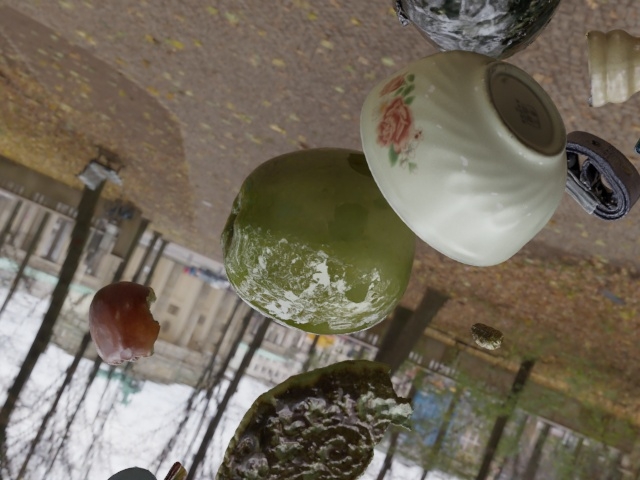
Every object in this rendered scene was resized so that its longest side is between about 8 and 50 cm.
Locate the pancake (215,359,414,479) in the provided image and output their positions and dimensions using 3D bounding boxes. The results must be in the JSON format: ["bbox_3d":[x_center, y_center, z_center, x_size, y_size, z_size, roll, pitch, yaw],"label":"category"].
[{"bbox_3d":[-0.011,0.406,1.588,0.305,0.426,0.067,37,178,-13],"label":"pancake"}]

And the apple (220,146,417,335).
[{"bbox_3d":[0.000,0.000,1.398,0.358,0.357,0.357,23,174,3],"label":"apple"}]

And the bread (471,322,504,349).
[{"bbox_3d":[0.497,0.288,2.322,0.110,0.066,0.060,23,141,55],"label":"bread"}]

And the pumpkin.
[{"bbox_3d":[0.333,-0.570,1.537,0.344,0.454,0.454,23,174,16],"label":"pumpkin"}]

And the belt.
[{"bbox_3d":[0.637,-0.149,1.830,0.230,0.126,0.139,45,133,10],"label":"belt"}]

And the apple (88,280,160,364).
[{"bbox_3d":[-0.402,0.171,1.596,0.147,0.158,0.156,15,151,-40],"label":"apple"}]

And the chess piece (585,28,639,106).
[{"bbox_3d":[0.627,-0.327,1.436,0.261,0.142,0.143,-2,165,19],"label":"chess piece"}]

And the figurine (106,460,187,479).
[{"bbox_3d":[-0.327,0.691,1.807,0.248,0.276,0.388,13,147,35],"label":"figurine"}]

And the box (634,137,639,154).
[{"bbox_3d":[0.884,-0.260,2.050,0.074,0.099,0.054,20,-167,-26],"label":"box"}]

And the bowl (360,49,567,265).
[{"bbox_3d":[0.196,-0.120,0.939,0.277,0.277,0.145,26,139,-22],"label":"bowl"}]
